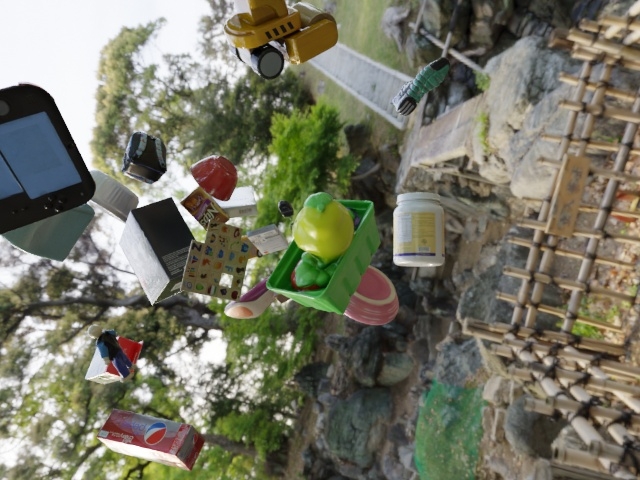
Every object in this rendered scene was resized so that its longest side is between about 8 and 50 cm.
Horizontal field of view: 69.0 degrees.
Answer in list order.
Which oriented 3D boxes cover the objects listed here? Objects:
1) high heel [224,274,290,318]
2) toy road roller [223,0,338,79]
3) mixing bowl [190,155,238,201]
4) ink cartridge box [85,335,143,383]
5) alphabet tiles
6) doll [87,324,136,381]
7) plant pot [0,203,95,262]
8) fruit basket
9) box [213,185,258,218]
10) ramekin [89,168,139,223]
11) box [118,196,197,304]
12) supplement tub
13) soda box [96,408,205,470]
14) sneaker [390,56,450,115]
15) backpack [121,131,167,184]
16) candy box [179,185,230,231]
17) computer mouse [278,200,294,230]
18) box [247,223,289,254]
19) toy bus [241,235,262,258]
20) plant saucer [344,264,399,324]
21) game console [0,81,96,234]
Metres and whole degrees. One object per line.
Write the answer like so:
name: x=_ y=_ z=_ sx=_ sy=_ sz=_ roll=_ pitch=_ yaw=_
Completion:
high heel: x=-0.274 y=0.238 z=2.142 sx=0.127 sy=0.377 sz=0.181 roll=56 pitch=-154 yaw=-37
toy road roller: x=-0.127 y=-0.656 z=1.377 sx=0.329 sy=0.202 sz=0.240 roll=-31 pitch=-40 yaw=-16
mixing bowl: x=-0.367 y=-0.241 z=1.686 sx=0.098 sy=0.181 sz=0.181 roll=-42 pitch=8 yaw=19
ink cartridge box: x=-0.733 y=0.425 z=1.658 sx=0.231 sy=0.078 sz=0.134 roll=-24 pitch=46 yaw=39
alphabet tiles: x=-0.322 y=0.060 z=1.476 sx=0.009 sy=0.198 sz=0.237 roll=-8 pitch=68 yaw=55
doll: x=-0.588 y=0.311 z=1.309 sx=0.129 sy=0.046 sz=0.189 roll=-110 pitch=-2 yaw=-64
plant pot: x=-1.052 y=-0.095 z=1.704 sx=0.247 sy=0.248 sz=0.252 roll=-54 pitch=-22 yaw=7
fruit basket: x=0.000 y=0.000 z=1.396 sx=0.392 sy=0.283 sz=0.392 roll=-6 pitch=-81 yaw=-47
box: x=-0.414 y=-0.174 z=2.130 sx=0.322 sy=0.232 sz=0.058 roll=-121 pitch=25 yaw=-67
ramekin: x=-0.896 y=-0.189 z=1.967 sx=0.127 sy=0.273 sz=0.273 roll=-59 pitch=-7 yaw=-13
box: x=-0.648 y=0.050 z=1.898 sx=0.179 sy=0.312 sz=0.343 roll=-25 pitch=-9 yaw=-37
supplement tub: x=0.467 y=-0.047 z=2.219 sx=0.241 sy=0.241 sz=0.331 roll=77 pitch=-166 yaw=-83
soda box: x=-0.440 y=0.516 z=1.211 sx=0.083 sy=0.263 sz=0.092 roll=-66 pitch=-31 yaw=-42
sneaker: x=0.319 y=-0.521 z=1.533 sx=0.224 sy=0.083 sz=0.098 roll=-44 pitch=40 yaw=17
backpack: x=-0.681 y=-0.328 z=1.807 sx=0.117 sy=0.158 sz=0.173 roll=-35 pitch=52 yaw=37
candy box: x=-0.476 y=-0.126 z=1.929 sx=0.109 sy=0.186 sz=0.053 roll=-39 pitch=20 yaw=6
computer mouse: x=-0.155 y=-0.126 z=2.476 sx=0.041 sy=0.071 sz=0.242 roll=-84 pitch=-25 yaw=-45
box: x=-0.255 y=-0.003 z=2.281 sx=0.186 sy=0.145 sz=0.038 roll=57 pitch=-159 yaw=-54
toy bus: x=-0.432 y=0.053 z=2.398 sx=0.333 sy=0.108 sz=0.130 roll=-18 pitch=-81 yaw=-55
plant saucer: x=0.181 y=0.200 z=1.924 sx=0.332 sy=0.332 sz=0.084 roll=-70 pitch=5 yaw=-57
game console: x=-0.840 y=-0.210 z=1.264 sx=0.342 sy=0.060 sz=0.386 roll=-28 pitch=-43 yaw=-23
